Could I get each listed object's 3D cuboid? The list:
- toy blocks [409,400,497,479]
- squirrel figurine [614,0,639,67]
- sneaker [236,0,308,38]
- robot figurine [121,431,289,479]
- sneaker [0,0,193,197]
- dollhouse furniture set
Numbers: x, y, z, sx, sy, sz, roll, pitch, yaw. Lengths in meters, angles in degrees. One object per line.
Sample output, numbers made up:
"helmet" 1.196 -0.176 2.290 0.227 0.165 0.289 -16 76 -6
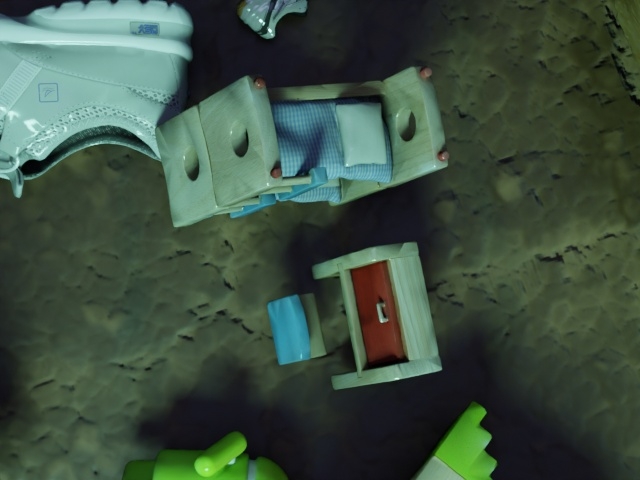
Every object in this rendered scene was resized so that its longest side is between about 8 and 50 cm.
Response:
"toy blocks" 0.077 0.320 0.795 0.261 0.190 0.381 38 57 5
"squirrel figurine" 0.390 -0.136 0.823 0.370 0.281 0.397 -29 82 -1
"sneaker" -0.017 -0.169 0.938 0.083 0.032 0.037 -42 102 0
"robot figurine" -0.069 0.167 0.885 0.115 0.067 0.101 5 112 -3
"sneaker" -0.215 -0.083 0.880 0.281 0.105 0.115 -7 85 -4
"dollhouse furniture set" 0.000 0.000 0.849 0.129 0.129 0.183 -8 84 -32
